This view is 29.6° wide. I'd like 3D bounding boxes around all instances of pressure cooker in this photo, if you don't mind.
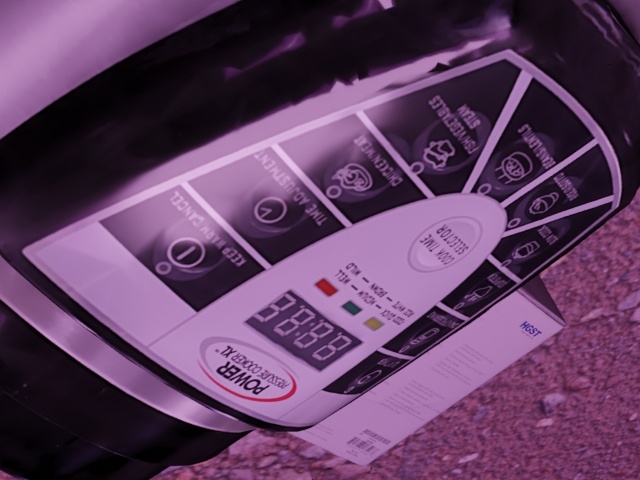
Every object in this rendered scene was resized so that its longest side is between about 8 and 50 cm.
[{"bbox_3d":[-0.073,-0.103,0.517,0.420,0.370,0.375,-36,-175,10],"label":"pressure cooker"}]

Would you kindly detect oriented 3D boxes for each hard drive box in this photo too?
[{"bbox_3d":[0.064,0.078,1.035,0.232,0.089,0.181,-37,140,17],"label":"hard drive box"}]
